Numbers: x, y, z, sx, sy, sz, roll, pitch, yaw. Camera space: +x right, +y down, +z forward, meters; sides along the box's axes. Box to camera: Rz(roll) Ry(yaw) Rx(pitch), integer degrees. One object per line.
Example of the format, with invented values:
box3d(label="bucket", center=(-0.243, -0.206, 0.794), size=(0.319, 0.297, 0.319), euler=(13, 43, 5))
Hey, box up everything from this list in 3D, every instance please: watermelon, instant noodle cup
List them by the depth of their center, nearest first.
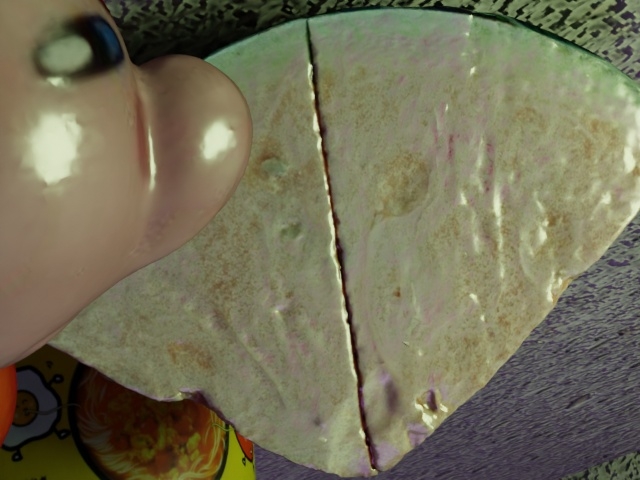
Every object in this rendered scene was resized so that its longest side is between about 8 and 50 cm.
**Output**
box3d(label="watermelon", center=(0.007, -0.017, 0.801), size=(0.292, 0.319, 0.222), euler=(35, 176, -9))
box3d(label="instant noodle cup", center=(-0.186, 0.123, 0.919), size=(0.325, 0.254, 0.325), euler=(-10, 157, -4))

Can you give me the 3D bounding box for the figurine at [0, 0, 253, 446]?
box3d(label="figurine", center=(-0.194, -0.031, 0.543), size=(0.261, 0.270, 0.211), euler=(-33, -178, 24))
